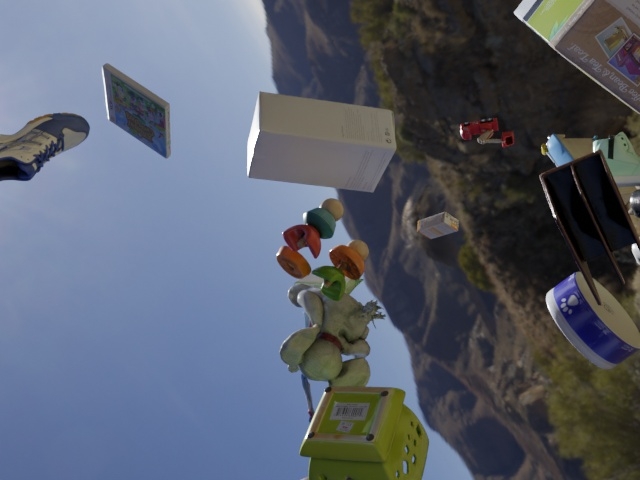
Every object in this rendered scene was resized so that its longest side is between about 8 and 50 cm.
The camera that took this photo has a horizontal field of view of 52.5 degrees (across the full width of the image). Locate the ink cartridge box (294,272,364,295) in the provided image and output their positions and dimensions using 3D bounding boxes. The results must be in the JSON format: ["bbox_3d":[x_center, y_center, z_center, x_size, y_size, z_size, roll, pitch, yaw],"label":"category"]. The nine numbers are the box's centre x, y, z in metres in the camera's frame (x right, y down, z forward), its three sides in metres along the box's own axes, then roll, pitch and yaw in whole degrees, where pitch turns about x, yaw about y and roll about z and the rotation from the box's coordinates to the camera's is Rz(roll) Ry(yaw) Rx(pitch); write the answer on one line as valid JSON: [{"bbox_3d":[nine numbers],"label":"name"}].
[{"bbox_3d":[0.033,0.133,2.119,0.235,0.171,0.056,-38,-53,-66],"label":"ink cartridge box"}]

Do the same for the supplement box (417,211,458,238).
[{"bbox_3d":[0.330,-0.042,1.823,0.062,0.098,0.036,28,-121,-34],"label":"supplement box"}]

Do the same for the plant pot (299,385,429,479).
[{"bbox_3d":[0.092,0.448,1.428,0.227,0.228,0.207,-59,-43,-51],"label":"plant pot"}]

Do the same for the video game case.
[{"bbox_3d":[-0.478,-0.335,1.698,0.212,0.023,0.193,34,146,12],"label":"video game case"}]

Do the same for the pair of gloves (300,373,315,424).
[{"bbox_3d":[-0.042,0.525,2.164,0.198,0.023,0.159,78,-179,-55],"label":"pair of gloves"}]

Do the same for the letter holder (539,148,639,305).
[{"bbox_3d":[0.667,-0.021,1.552,0.302,0.152,0.214,53,-153,-27],"label":"letter holder"}]

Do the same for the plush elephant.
[{"bbox_3d":[0.011,0.277,1.737,0.272,0.255,0.330,47,154,-13],"label":"plush elephant"}]

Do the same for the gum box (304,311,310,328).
[{"bbox_3d":[0.041,0.320,2.265,0.041,0.184,0.157,74,-170,-68],"label":"gum box"}]

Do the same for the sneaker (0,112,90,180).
[{"bbox_3d":[-0.658,-0.194,1.484,0.131,0.296,0.112,50,151,26],"label":"sneaker"}]

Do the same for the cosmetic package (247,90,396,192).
[{"bbox_3d":[-0.004,-0.272,1.829,0.217,0.385,0.156,118,156,-54],"label":"cosmetic package"}]

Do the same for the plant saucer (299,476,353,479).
[{"bbox_3d":[-0.008,0.742,1.909,0.310,0.311,0.050,46,-162,-55],"label":"plant saucer"}]

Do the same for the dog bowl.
[{"bbox_3d":[0.757,0.218,1.800,0.265,0.104,0.265,32,-150,-21],"label":"dog bowl"}]

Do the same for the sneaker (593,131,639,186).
[{"bbox_3d":[0.858,-0.222,1.739,0.094,0.256,0.151,74,-165,-82],"label":"sneaker"}]

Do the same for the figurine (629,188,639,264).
[{"bbox_3d":[0.909,-0.046,1.690,0.209,0.092,0.214,143,129,-79],"label":"figurine"}]

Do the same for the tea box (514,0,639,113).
[{"bbox_3d":[0.672,-0.483,1.484,0.329,0.220,0.323,28,-152,-19],"label":"tea box"}]

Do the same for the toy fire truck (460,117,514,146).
[{"bbox_3d":[0.623,-0.400,2.438,0.135,0.192,0.047,-80,-23,-44],"label":"toy fire truck"}]

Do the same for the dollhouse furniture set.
[{"bbox_3d":[0.892,-0.201,2.150,0.198,0.286,0.303,112,144,-47],"label":"dollhouse furniture set"}]

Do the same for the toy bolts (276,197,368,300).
[{"bbox_3d":[0.000,0.000,1.611,0.218,0.158,0.228,22,148,36],"label":"toy bolts"}]
